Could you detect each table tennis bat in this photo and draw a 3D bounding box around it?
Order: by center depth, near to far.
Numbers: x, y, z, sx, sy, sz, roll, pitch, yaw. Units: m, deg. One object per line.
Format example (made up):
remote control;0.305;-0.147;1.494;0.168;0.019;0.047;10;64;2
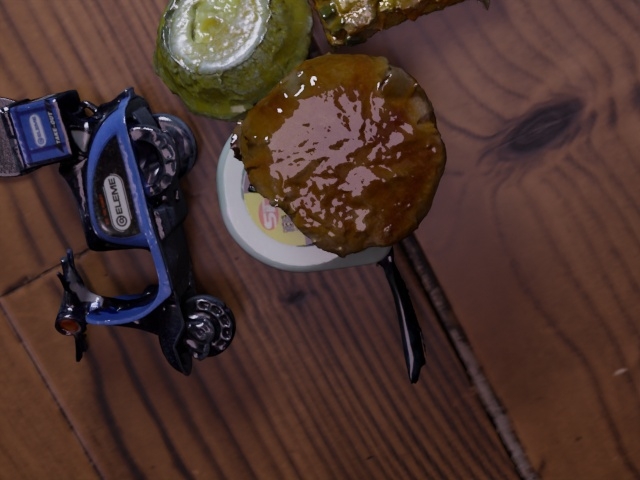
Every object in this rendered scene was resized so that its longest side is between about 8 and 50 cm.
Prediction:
table tennis bat;-0.403;-0.127;1.467;0.158;0.014;0.095;10;104;-2

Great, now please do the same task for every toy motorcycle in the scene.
toy motorcycle;-0.232;-0.004;1.438;0.212;0.125;0.359;-12;102;12

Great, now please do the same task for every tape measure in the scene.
tape measure;0.000;0.000;1.429;0.215;0.098;0.351;-7;95;3

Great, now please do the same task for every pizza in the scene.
pizza;0.051;-0.304;1.374;0.292;0.058;0.197;27;94;-8

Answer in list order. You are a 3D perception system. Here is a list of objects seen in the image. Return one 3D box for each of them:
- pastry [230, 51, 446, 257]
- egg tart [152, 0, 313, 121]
pastry;0.017;-0.092;1.322;0.229;0.100;0.219;7;101;-5
egg tart;-0.104;-0.233;1.370;0.197;0.078;0.197;-4;76;15
